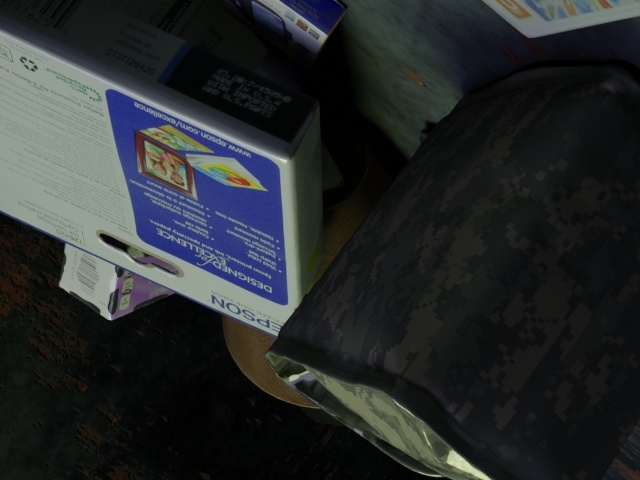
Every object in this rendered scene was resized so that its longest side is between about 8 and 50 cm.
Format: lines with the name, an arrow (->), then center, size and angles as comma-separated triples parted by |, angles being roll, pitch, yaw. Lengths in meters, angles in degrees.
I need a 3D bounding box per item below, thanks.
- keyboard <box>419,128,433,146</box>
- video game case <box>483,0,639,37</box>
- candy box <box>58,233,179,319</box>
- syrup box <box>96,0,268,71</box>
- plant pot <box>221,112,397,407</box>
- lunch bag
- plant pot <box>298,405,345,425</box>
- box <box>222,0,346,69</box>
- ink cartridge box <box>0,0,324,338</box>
keyboard -> 0.163, 0.008, 1.462 | 0.201, 0.033, 0.317 | 33, 172, 11
video game case -> 0.052, -0.199, 0.746 | 0.300, 0.036, 0.329 | 37, 171, -14
candy box -> -0.141, -0.048, 1.580 | 0.070, 0.196, 0.165 | 30, -146, 28
syrup box -> -0.167, -0.182, 1.466 | 0.237, 0.093, 0.096 | 28, 168, 38
plant pot -> 0.000, 0.000, 1.551 | 0.215, 0.215, 0.230 | 31, 156, 25
lunch bag -> 0.103, 0.027, 1.103 | 0.169, 0.235, 0.287 | 38, 171, -20
plant pot -> 0.060, 0.103, 1.912 | 0.167, 0.187, 0.188 | 14, 160, 34
box -> -0.027, -0.166, 1.251 | 0.081, 0.028, 0.136 | 35, 173, -2
ink cartridge box -> -0.140, -0.065, 1.394 | 0.303, 0.072, 0.307 | 24, 156, 13
